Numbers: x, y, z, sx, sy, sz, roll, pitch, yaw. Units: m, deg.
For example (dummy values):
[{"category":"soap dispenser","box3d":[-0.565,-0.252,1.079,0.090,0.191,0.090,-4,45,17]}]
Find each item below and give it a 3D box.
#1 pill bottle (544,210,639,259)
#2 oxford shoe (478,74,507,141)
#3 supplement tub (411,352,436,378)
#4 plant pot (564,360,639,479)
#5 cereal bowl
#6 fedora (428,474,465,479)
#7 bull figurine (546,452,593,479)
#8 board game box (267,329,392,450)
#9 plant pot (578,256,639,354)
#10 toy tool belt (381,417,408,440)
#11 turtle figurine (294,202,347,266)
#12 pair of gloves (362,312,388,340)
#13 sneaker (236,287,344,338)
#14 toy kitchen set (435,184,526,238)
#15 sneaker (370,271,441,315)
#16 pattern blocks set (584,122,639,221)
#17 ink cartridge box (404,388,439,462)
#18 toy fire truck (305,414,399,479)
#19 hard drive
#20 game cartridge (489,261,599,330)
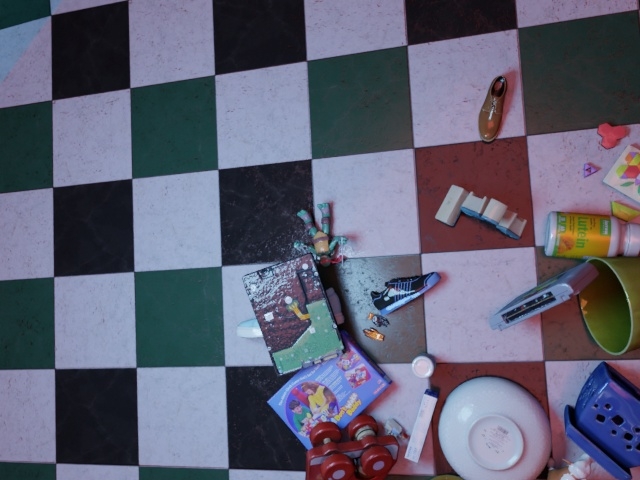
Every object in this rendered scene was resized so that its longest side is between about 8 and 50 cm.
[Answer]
[{"category":"pill bottle","box3d":[0.797,-0.010,1.732,0.246,0.136,0.136,5,87,15]},{"category":"oxford shoe","box3d":[0.544,-0.420,1.865,0.076,0.076,0.212,10,91,14]},{"category":"supplement tub","box3d":[0.325,0.392,1.847,0.071,0.107,0.070,-1,86,15]},{"category":"plant pot","box3d":[0.822,0.508,1.645,0.236,0.236,0.212,41,104,15]},{"category":"cereal bowl","box3d":[0.518,0.587,1.764,0.339,0.141,0.338,-1,86,16]},{"category":"fedora","box3d":[0.390,0.808,1.792,0.195,0.194,0.079,-17,118,13]},{"category":"bull figurine","box3d":[0.682,0.733,1.682,0.101,0.188,0.310,21,92,15]},{"category":"board game box","box3d":[0.029,0.497,1.934,0.347,0.078,0.233,-45,77,8]},{"category":"plant pot","box3d":[0.928,0.158,1.643,0.294,0.275,0.274,-9,83,-3]},{"category":"toy tool belt","box3d":[0.237,0.614,1.890,0.083,0.052,0.051,41,128,17]},{"category":"turtle figurine","box3d":[0.000,0.000,1.960,0.176,0.118,0.234,-13,68,1]},{"category":"pair of gloves","box3d":[0.182,0.286,1.944,0.074,0.010,0.083,20,89,17]},{"category":"sneaker","box3d":[-0.109,0.237,1.971,0.366,0.135,0.150,-10,82,3]},{"category":"toy kitchen set","box3d":[0.505,-0.066,1.857,0.207,0.166,0.122,32,95,52]},{"category":"sneaker","box3d":[0.269,0.150,1.893,0.232,0.081,0.090,-33,86,12]},{"category":"pattern blocks set","box3d":[0.960,-0.193,1.759,0.325,0.026,0.285,19,91,15]},{"category":"ink cartridge box","box3d":[0.318,0.576,1.841,0.046,0.097,0.206,17,90,16]},{"category":"toy fire truck","box3d":[0.091,0.704,1.839,0.303,0.169,0.253,-4,120,-16]},{"category":"hard drive","box3d":[-0.081,0.232,1.863,0.237,0.064,0.338,-20,92,4]},{"category":"game cartridge","box3d":[0.638,0.160,1.686,0.294,0.196,0.060,-41,73,47]}]
